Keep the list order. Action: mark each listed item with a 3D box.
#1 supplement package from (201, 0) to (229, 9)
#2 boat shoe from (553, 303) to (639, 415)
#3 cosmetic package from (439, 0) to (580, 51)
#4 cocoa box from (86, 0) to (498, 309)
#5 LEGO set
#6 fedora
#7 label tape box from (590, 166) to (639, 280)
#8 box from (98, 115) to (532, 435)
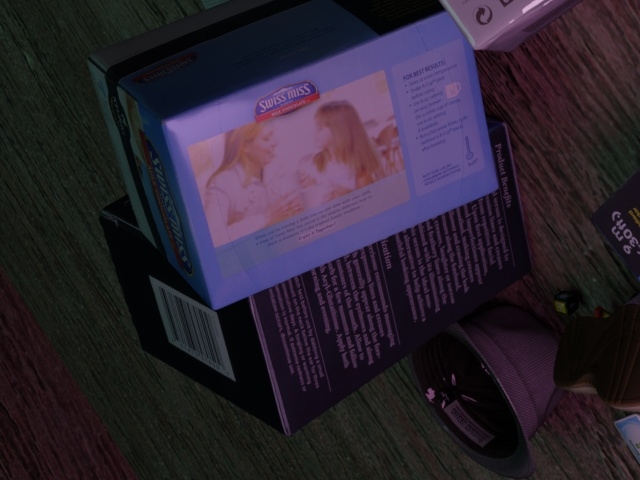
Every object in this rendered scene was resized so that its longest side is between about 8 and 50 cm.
[{"bbox_3d":[-0.078,-0.418,2.071,0.175,0.177,0.293,-4,114,58],"label":"supplement package"},{"bbox_3d":[0.337,0.132,1.905,0.098,0.109,0.302,17,173,-11],"label":"boat shoe"},{"bbox_3d":[0.115,-0.374,1.734,0.385,0.156,0.217,57,-165,2],"label":"cosmetic package"},{"bbox_3d":[-0.026,-0.124,1.916,0.228,0.347,0.231,42,151,55],"label":"cocoa box"},{"bbox_3d":[0.355,0.157,2.094,0.244,0.060,0.182,58,149,1],"label":"LEGO set"},{"bbox_3d":[0.220,0.164,2.241,0.244,0.124,0.275,58,161,4],"label":"fedora"},{"bbox_3d":[0.399,0.026,1.834,0.240,0.106,0.334,53,152,10],"label":"label tape box"},{"bbox_3d":[0.000,0.000,2.138,0.293,0.395,0.212,24,137,46],"label":"box"}]
